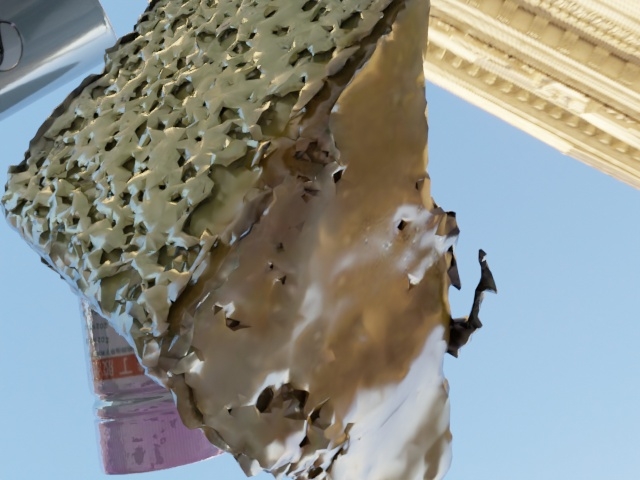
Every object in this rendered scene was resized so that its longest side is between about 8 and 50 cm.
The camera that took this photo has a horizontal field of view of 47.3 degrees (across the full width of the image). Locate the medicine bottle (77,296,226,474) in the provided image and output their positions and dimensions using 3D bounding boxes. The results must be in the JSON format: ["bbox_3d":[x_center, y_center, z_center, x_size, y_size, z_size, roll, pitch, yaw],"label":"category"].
[{"bbox_3d":[-0.241,0.164,1.075,0.202,0.202,0.316,-10,-96,9],"label":"medicine bottle"}]

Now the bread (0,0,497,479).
[{"bbox_3d":[0.000,0.000,0.474,0.248,0.315,0.279,24,-97,41],"label":"bread"}]

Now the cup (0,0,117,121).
[{"bbox_3d":[-0.415,-0.228,0.839,0.312,0.205,0.205,-37,-86,-13],"label":"cup"}]
